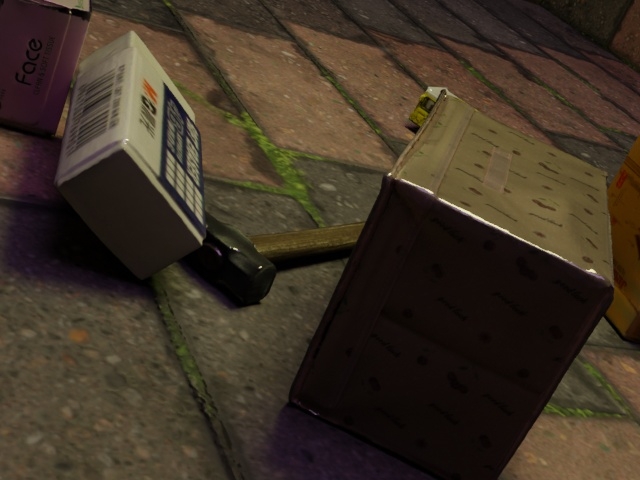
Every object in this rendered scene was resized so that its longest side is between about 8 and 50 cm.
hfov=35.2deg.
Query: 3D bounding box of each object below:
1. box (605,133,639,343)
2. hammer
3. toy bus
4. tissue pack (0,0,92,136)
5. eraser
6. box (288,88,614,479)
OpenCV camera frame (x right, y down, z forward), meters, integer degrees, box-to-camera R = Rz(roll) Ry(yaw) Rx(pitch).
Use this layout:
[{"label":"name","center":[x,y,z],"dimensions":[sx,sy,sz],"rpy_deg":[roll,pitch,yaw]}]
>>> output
[{"label":"box","center":[0.427,-0.030,1.245],"dimensions":[0.076,0.274,0.174],"rpy_deg":[14,26,-21]},{"label":"hammer","center":[0.000,0.000,1.082],"dimensions":[0.111,0.043,0.365],"rpy_deg":[37,24,28]},{"label":"toy bus","center":[0.243,-0.154,1.575],"dimensions":[0.226,0.074,0.081],"rpy_deg":[40,29,30]},{"label":"tissue pack","center":[-0.319,-0.234,1.124],"dimensions":[0.092,0.148,0.246],"rpy_deg":[14,24,-21]},{"label":"eraser","center":[-0.176,-0.091,0.966],"dimensions":[0.124,0.081,0.279],"rpy_deg":[53,12,-31]},{"label":"box","center":[0.126,0.032,0.896],"dimensions":[0.190,0.225,0.297],"rpy_deg":[26,25,5]}]
